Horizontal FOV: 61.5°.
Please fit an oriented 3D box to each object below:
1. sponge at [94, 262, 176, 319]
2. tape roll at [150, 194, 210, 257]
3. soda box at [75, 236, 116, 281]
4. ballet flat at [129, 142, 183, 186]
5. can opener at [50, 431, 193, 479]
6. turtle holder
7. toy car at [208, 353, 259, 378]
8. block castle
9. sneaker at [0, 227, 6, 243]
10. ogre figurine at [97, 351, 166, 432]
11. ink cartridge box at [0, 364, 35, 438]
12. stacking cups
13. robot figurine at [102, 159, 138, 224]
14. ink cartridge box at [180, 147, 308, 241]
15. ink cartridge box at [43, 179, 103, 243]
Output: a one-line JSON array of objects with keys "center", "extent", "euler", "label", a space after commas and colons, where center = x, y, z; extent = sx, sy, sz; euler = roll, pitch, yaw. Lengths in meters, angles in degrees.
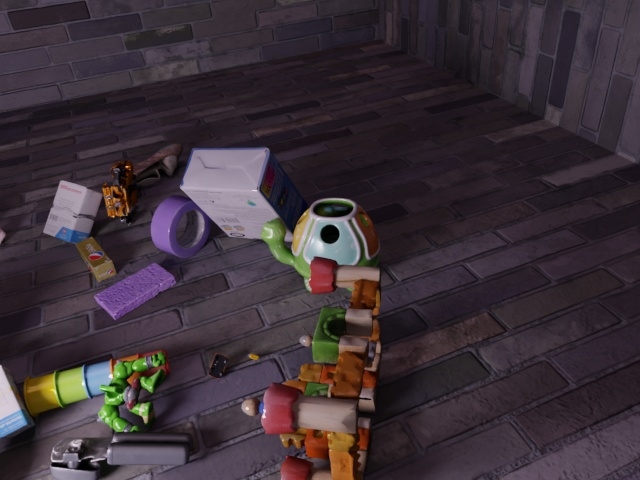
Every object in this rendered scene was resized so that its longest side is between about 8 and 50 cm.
[{"center": [-0.549, 0.146, 1.599], "extent": [0.117, 0.031, 0.210], "euler": [26, 46, 37], "label": "sponge"}, {"center": [-0.443, -0.045, 1.718], "extent": [0.080, 0.189, 0.189], "euler": [17, 41, 27], "label": "tape roll"}, {"center": [-0.721, 0.058, 1.721], "extent": [0.061, 0.058, 0.181], "euler": [-28, 41, -28], "label": "soda box"}, {"center": [-0.667, -0.290, 2.191], "extent": [0.106, 0.108, 0.316], "euler": [39, 57, 20], "label": "ballet flat"}, {"center": [-0.414, 0.455, 1.124], "extent": [0.283, 0.095, 0.076], "euler": [3, 14, -5], "label": "can opener"}, {"center": [0.015, -0.008, 1.575], "extent": [0.320, 0.228, 0.243], "euler": [19, 42, 30], "label": "turtle holder"}, {"center": [-0.217, 0.311, 1.336], "extent": [0.122, 0.060, 0.040], "euler": [4, -12, -16], "label": "toy car"}, {"center": [0.003, 0.273, 1.116], "extent": [0.212, 0.303, 0.453], "euler": [2, 35, 12], "label": "block castle"}, {"center": [-1.152, 0.005, 1.865], "extent": [0.134, 0.070, 0.051], "euler": [-41, 34, 2], "label": "sneaker"}, {"center": [-0.428, 0.345, 1.217], "extent": [0.118, 0.197, 0.097], "euler": [8, -5, 8], "label": "ogre figurine"}, {"center": [-0.710, 0.344, 1.197], "extent": [0.061, 0.104, 0.181], "euler": [-26, 81, -26], "label": "ink cartridge box"}, {"center": [-0.525, 0.328, 1.283], "extent": [0.316, 0.096, 0.096], "euler": [-13, 36, -12], "label": "stacking cups"}, {"center": [-0.718, -0.178, 1.940], "extent": [0.085, 0.211, 0.291], "euler": [-6, 25, -7], "label": "robot figurine"}, {"center": [-0.215, -0.120, 1.687], "extent": [0.269, 0.395, 0.151], "euler": [5, 64, 22], "label": "ink cartridge box"}, {"center": [-0.846, -0.094, 1.839], "extent": [0.139, 0.082, 0.191], "euler": [16, 85, 27], "label": "ink cartridge box"}]
